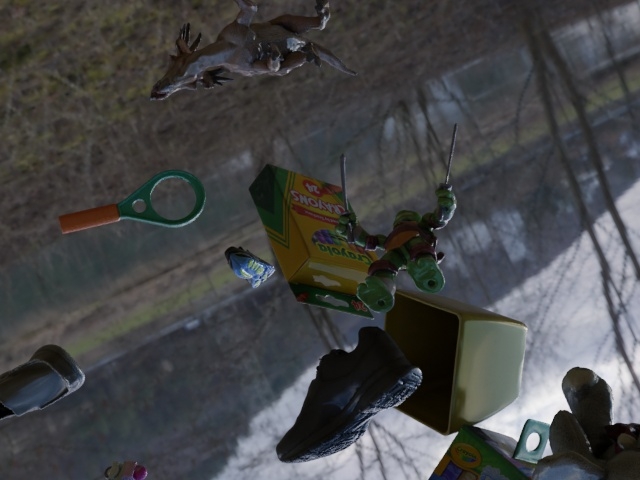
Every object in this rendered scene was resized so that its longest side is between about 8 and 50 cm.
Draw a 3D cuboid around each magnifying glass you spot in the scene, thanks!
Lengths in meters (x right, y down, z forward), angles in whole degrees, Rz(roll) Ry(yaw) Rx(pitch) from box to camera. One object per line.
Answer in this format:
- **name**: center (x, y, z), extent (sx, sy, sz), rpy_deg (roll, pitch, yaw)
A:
- **magnifying glass**: center (-0.296, -0.052, 1.479), extent (0.231, 0.092, 0.026), rpy_deg (-14, 172, -11)

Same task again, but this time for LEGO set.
- **LEGO set**: center (-0.241, 0.434, 1.378), extent (0.107, 0.132, 0.287), rpy_deg (8, 151, 17)

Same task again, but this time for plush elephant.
- **plush elephant**: center (0.420, 0.295, 1.192), extent (0.255, 0.272, 0.329), rpy_deg (73, 37, -63)

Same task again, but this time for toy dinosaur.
- **toy dinosaur**: center (-0.100, -0.281, 1.386), extent (0.296, 0.127, 0.200), rpy_deg (-2, 167, -34)

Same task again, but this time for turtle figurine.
- **turtle figurine**: center (0.120, -0.028, 1.544), extent (0.198, 0.274, 0.266), rpy_deg (6, -147, 1)

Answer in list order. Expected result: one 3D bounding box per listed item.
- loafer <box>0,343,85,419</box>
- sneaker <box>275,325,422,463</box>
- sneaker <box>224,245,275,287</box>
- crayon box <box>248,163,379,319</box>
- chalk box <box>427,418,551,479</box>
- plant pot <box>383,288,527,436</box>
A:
- **loafer**: center (-0.476, 0.247, 1.525), extent (0.251, 0.094, 0.087), rpy_deg (-31, -166, 40)
- **sneaker**: center (0.029, 0.244, 1.457), extent (0.286, 0.130, 0.109), rpy_deg (-43, 152, 21)
- **sneaker**: center (-0.155, 0.051, 2.024), extent (0.067, 0.078, 0.188), rpy_deg (-41, 159, 3)
- **crayon box**: center (0.000, 0.000, 1.831), extent (0.202, 0.318, 0.081), rpy_deg (15, 127, -39)
- **chalk box**: center (0.295, 0.426, 1.525), extent (0.180, 0.179, 0.288), rpy_deg (24, 101, -46)
- **plant pot**: center (0.245, 0.207, 1.664), extent (0.187, 0.212, 0.212), rpy_deg (1, -171, -31)
